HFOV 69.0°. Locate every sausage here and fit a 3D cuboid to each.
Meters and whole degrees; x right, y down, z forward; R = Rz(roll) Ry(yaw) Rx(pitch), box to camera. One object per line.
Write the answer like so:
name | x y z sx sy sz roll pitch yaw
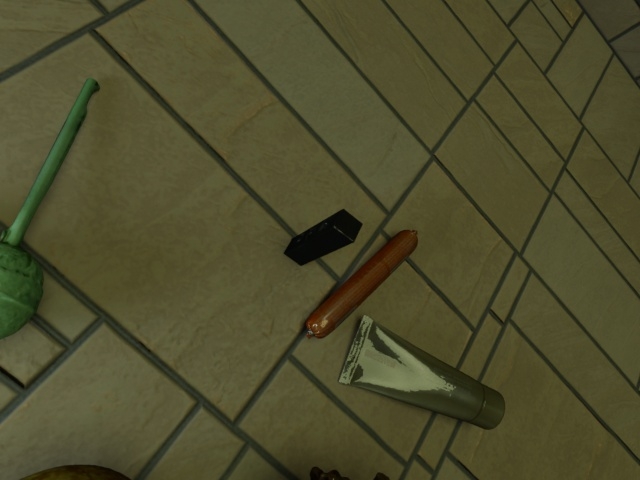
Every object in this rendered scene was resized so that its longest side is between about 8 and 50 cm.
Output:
sausage | 0.092 0.078 0.921 0.348 0.053 0.053 -40 97 -30

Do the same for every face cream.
face cream | 0.206 0.278 0.924 0.341 0.084 0.137 27 75 -13

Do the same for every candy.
candy | -0.407 -0.073 0.669 0.119 0.119 0.439 20 61 -23

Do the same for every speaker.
speaker | 0.000 0.000 0.810 0.046 0.191 0.040 37 61 -15

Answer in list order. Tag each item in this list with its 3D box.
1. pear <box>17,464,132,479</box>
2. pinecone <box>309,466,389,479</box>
pear | -0.300 0.392 0.494 0.281 0.281 0.280 8 73 -27
pinecone | 0.061 0.497 0.647 0.385 0.384 0.384 8 73 -27
